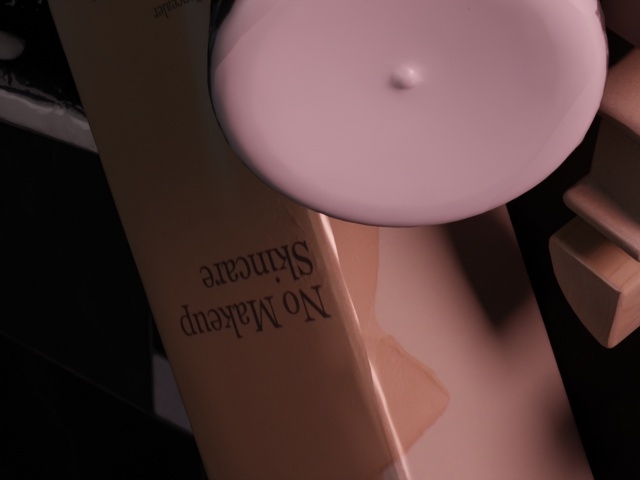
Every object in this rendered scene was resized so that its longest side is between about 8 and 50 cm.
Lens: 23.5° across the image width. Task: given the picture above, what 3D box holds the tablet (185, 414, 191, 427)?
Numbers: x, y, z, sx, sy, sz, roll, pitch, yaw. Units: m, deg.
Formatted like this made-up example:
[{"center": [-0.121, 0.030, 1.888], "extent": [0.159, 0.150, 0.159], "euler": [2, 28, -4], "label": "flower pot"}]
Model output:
[{"center": [-0.058, 0.091, 0.913], "extent": [0.054, 0.006, 0.083], "euler": [36, 128, 32], "label": "tablet"}]

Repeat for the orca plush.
[{"center": [-0.173, -0.120, 0.881], "extent": [0.287, 0.151, 0.102], "euler": [19, 88, 44], "label": "orca plush"}]

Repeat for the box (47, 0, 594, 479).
[{"center": [0.000, 0.000, 0.728], "extent": [0.148, 0.121, 0.311], "euler": [-17, 93, 48], "label": "box"}]

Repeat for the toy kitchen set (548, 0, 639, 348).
[{"center": [0.191, -0.025, 0.549], "extent": [0.166, 0.122, 0.207], "euler": [41, 152, 27], "label": "toy kitchen set"}]

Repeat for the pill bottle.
[{"center": [0.027, -0.132, 0.571], "extent": [0.246, 0.130, 0.130], "euler": [-90, 22, -45], "label": "pill bottle"}]
